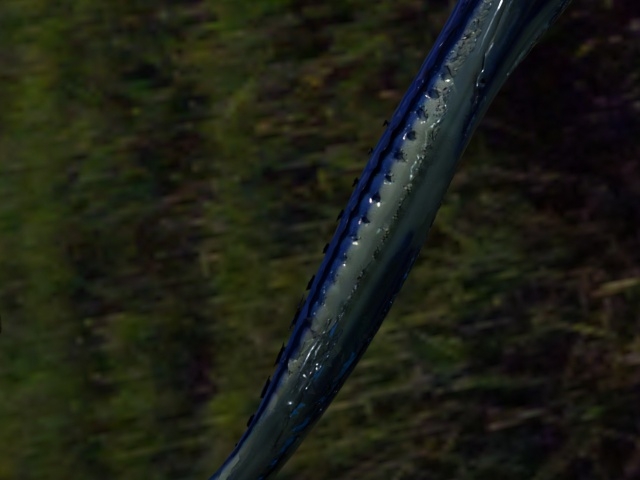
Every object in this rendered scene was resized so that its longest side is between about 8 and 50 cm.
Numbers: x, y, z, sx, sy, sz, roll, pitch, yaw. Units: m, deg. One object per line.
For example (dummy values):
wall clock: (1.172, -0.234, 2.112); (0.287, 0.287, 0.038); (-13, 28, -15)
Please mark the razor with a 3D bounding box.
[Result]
razor: (0.008, 0.006, 0.598); (0.056, 0.093, 0.324); (37, 91, 38)
